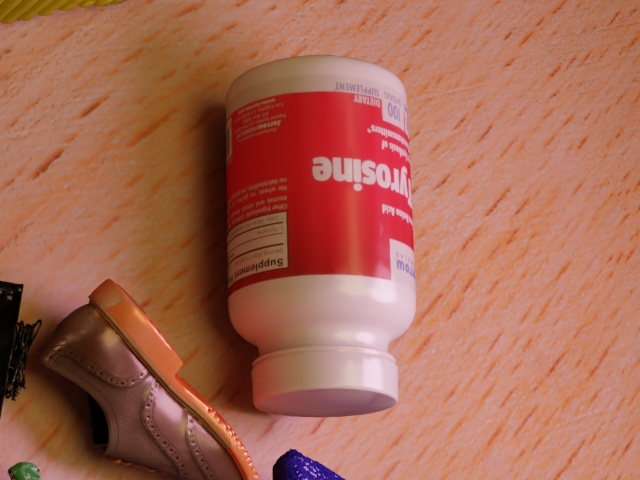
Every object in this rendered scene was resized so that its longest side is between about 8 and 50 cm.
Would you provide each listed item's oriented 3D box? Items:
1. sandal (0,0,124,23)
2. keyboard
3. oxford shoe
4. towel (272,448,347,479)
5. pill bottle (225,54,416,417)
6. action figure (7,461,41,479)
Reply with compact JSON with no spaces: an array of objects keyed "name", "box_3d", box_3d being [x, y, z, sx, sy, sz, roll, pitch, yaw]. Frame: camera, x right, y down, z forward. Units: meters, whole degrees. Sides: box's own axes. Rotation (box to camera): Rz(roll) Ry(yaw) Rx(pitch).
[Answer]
[{"name":"sandal","box_3d":[-0.312,-0.336,1.989,0.317,0.126,0.138,-21,88,-55]},{"name":"keyboard","box_3d":[-0.359,0.134,1.846,0.100,0.038,0.192,14,66,-16]},{"name":"oxford shoe","box_3d":[-0.186,0.212,1.949,0.133,0.130,0.363,-39,116,-11]},{"name":"towel","box_3d":[0.031,0.416,2.021,0.227,0.076,0.308,43,32,-48]},{"name":"pill bottle","box_3d":[0.000,0.000,2.100,0.229,0.229,0.407,14,67,-42]},{"name":"action figure","box_3d":[-0.290,0.343,1.791,0.063,0.137,0.232,-2,69,-33]}]
